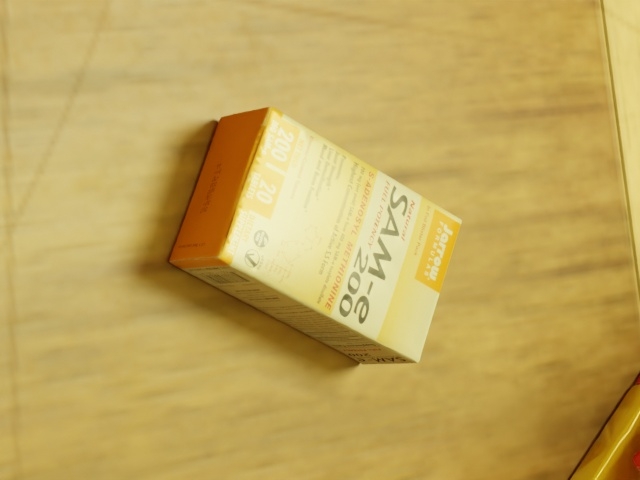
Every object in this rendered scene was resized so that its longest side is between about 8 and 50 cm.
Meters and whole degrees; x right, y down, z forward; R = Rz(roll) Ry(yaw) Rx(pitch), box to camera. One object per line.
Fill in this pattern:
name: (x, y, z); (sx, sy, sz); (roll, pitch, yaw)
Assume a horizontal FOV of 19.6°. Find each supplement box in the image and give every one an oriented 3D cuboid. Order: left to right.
supplement box: (0.000, 0.000, 0.693); (0.098, 0.036, 0.062); (28, 70, -31)

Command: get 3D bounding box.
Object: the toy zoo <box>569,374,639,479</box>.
toy zoo: (0.206, 0.057, 0.743); (0.030, 0.192, 0.293); (51, 60, -21)
